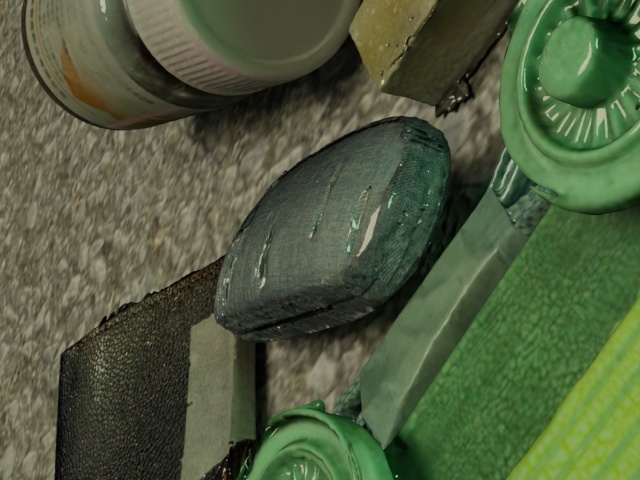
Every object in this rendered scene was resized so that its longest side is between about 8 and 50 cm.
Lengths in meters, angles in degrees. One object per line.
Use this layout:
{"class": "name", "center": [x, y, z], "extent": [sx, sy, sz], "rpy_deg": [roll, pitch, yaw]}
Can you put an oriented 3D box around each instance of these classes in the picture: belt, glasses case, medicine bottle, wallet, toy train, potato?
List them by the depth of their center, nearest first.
{"class": "toy train", "center": [0.132, 0.092, 0.501], "extent": [0.442, 0.179, 0.272], "rpy_deg": [-60, 40, 25]}
{"class": "belt", "center": [0.087, 0.037, 0.684], "extent": [0.302, 0.072, 0.087], "rpy_deg": [-61, 27, 28]}
{"class": "potato", "center": [0.071, -0.141, 0.798], "extent": [0.122, 0.061, 0.086], "rpy_deg": [-57, 38, 33]}
{"class": "glasses case", "center": [0.000, 0.000, 0.822], "extent": [0.109, 0.067, 0.282], "rpy_deg": [-70, 15, -16]}
{"class": "medicine bottle", "center": [-0.102, -0.172, 0.999], "extent": [0.273, 0.165, 0.165], "rpy_deg": [-4, 75, 60]}
{"class": "wallet", "center": [-0.125, 0.150, 1.023], "extent": [0.262, 0.071, 0.221], "rpy_deg": [-34, 46, 46]}
